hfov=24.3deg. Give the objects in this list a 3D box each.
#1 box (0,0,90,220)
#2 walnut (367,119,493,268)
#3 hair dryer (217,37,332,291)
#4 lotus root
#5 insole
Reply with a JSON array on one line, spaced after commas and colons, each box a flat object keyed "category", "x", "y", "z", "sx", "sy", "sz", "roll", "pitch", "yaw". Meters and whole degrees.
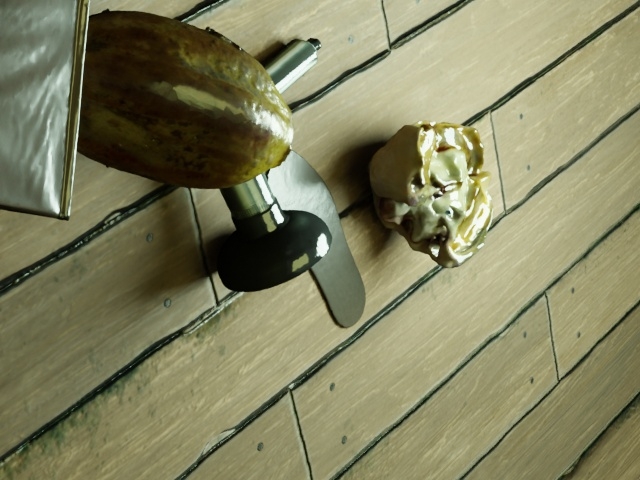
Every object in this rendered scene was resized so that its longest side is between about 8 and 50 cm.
[{"category": "box", "x": -0.354, "y": -0.160, "z": 1.523, "sx": 0.153, "sy": 0.188, "sz": 0.252, "roll": 8, "pitch": 90, "yaw": -51}, {"category": "walnut", "x": 0.157, "y": -0.085, "z": 2.208, "sx": 0.238, "sy": 0.141, "sz": 0.204, "roll": 55, "pitch": 46, "yaw": -39}, {"category": "hair dryer", "x": -0.048, "y": -0.134, "z": 1.943, "sx": 0.284, "sy": 0.156, "sz": 0.320, "roll": -27, "pitch": 110, "yaw": -33}, {"category": "lotus root", "x": -0.168, "y": -0.165, "z": 1.738, "sx": 0.291, "sy": 0.193, "sz": 0.193, "roll": 17, "pitch": 84, "yaw": -21}, {"category": "insole", "x": 0.000, "y": 0.000, "z": 2.137, "sx": 0.111, "sy": 0.007, "sz": 0.328, "roll": -51, "pitch": 133, "yaw": -29}]
